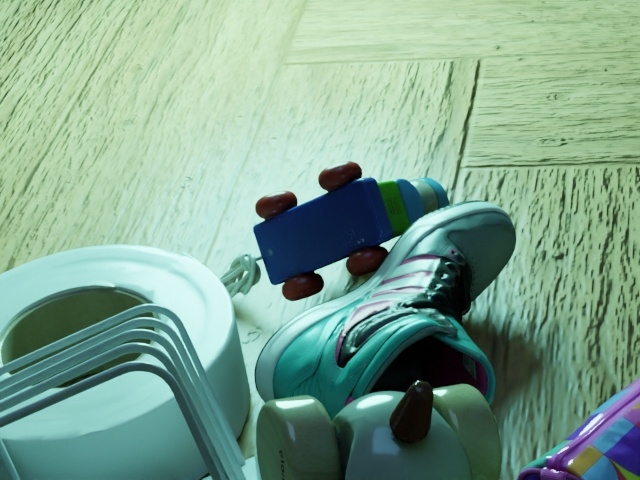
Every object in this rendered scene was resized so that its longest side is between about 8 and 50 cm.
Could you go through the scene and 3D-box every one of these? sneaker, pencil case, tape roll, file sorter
[{"bbox_3d":[0.104,0.076,1.425,0.295,0.124,0.178,-37,37,-23],"label":"sneaker"},{"bbox_3d":[0.261,0.156,1.297,0.104,0.104,0.236,22,45,38],"label":"pencil case"},{"bbox_3d":[-0.207,0.122,1.458,0.286,0.100,0.286,-7,33,4],"label":"tape roll"},{"bbox_3d":[-0.159,0.168,1.179,0.192,0.173,0.278,-24,7,-1],"label":"file sorter"}]

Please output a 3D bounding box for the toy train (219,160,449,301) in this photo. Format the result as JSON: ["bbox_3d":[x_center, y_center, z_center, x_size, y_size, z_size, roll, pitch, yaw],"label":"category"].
[{"bbox_3d":[0.000,0.000,1.602,0.248,0.105,0.143,-23,-8,40],"label":"toy train"}]

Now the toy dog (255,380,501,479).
[{"bbox_3d":[0.076,0.222,1.056,0.220,0.161,0.334,-28,74,-22],"label":"toy dog"}]
